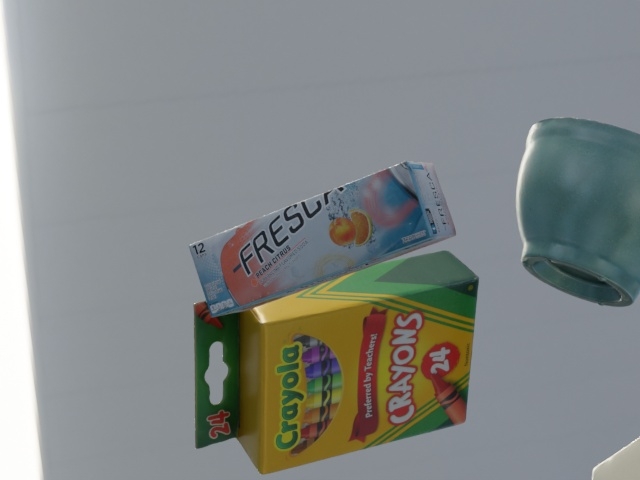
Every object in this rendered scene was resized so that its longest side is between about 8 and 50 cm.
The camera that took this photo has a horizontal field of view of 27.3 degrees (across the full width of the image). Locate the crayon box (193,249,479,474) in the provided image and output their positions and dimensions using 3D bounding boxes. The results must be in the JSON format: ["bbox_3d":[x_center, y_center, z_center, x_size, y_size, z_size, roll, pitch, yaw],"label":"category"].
[{"bbox_3d":[0.018,0.140,1.484,0.319,0.081,0.202,-11,-59,-22],"label":"crayon box"}]

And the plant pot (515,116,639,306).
[{"bbox_3d":[0.408,-0.023,1.926,0.293,0.196,0.293,23,-12,5],"label":"plant pot"}]

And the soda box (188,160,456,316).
[{"bbox_3d":[0.000,0.000,0.951,0.183,0.058,0.063,-21,-6,22],"label":"soda box"}]

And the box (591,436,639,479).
[{"bbox_3d":[0.441,0.263,1.450,0.148,0.121,0.311,27,-43,-10],"label":"box"}]
